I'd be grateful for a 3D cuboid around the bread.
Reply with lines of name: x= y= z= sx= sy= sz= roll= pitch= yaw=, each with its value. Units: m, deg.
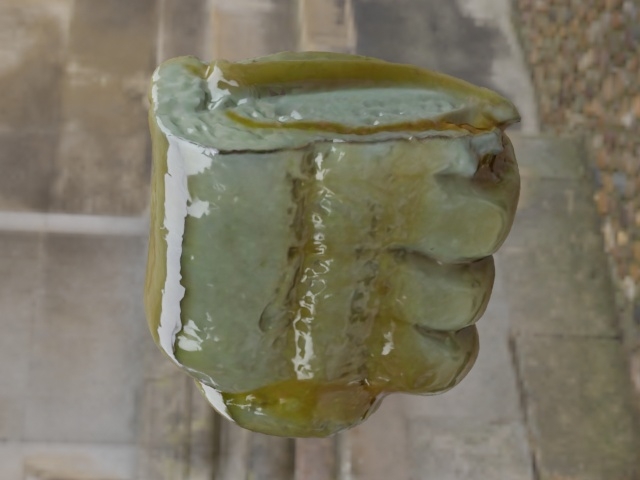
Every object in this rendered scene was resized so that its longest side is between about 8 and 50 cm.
bread: x=0.000 y=0.000 z=1.138 sx=0.210 sy=0.300 sz=0.341 roll=-102 pitch=12 yaw=-54
